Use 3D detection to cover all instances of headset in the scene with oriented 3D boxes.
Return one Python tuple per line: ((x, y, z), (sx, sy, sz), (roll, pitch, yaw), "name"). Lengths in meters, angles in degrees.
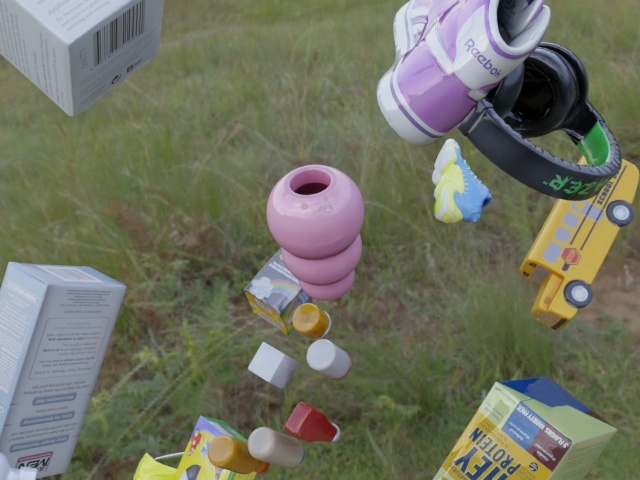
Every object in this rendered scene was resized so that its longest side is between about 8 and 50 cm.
((0.241, -0.196, 1.029), (0.244, 0.185, 0.394), (-1, 52, -35), "headset")

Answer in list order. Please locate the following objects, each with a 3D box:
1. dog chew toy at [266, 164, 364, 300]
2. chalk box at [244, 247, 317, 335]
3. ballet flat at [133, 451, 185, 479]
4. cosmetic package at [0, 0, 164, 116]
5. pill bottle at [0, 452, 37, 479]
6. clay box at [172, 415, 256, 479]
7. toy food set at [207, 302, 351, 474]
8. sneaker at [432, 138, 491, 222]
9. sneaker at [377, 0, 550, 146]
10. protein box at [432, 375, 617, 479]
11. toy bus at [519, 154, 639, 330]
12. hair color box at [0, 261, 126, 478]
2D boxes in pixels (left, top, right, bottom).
((0.000, 0.000, 1.606), (0.207, 0.331, 0.206), (-5, 43, 5), "dog chew toy")
((-0.077, 0.116, 1.959), (0.132, 0.132, 0.213), (31, 66, 25), "chalk box")
((-0.199, 0.402, 1.258), (0.231, 0.077, 0.077), (9, 67, -7), "ballet flat")
((-0.304, -0.280, 0.869), (0.184, 0.151, 0.151), (42, 63, 4), "cosmetic package")
((-0.485, 0.332, 0.994), (0.184, 0.103, 0.103), (14, 24, -17), "pill bottle")
((-0.176, 0.389, 1.096), (0.053, 0.221, 0.127), (28, -7, -37), "clay box")
((-0.030, 0.204, 0.941), (0.111, 0.104, 0.232), (23, 78, 35), "toy food set")
((0.331, -0.129, 1.728), (0.126, 0.091, 0.240), (16, 56, -7), "sneaker")
((0.153, -0.208, 0.717), (0.161, 0.102, 0.282), (-40, 21, 33), "sneaker")
((0.305, 0.328, 1.113), (0.136, 0.201, 0.200), (38, 18, 35), "protein box")
((0.481, -0.003, 1.386), (0.130, 0.108, 0.332), (30, 76, 11), "toy bus")
((-0.496, 0.234, 1.306), (0.114, 0.374, 0.185), (22, 6, 29), "hair color box")
